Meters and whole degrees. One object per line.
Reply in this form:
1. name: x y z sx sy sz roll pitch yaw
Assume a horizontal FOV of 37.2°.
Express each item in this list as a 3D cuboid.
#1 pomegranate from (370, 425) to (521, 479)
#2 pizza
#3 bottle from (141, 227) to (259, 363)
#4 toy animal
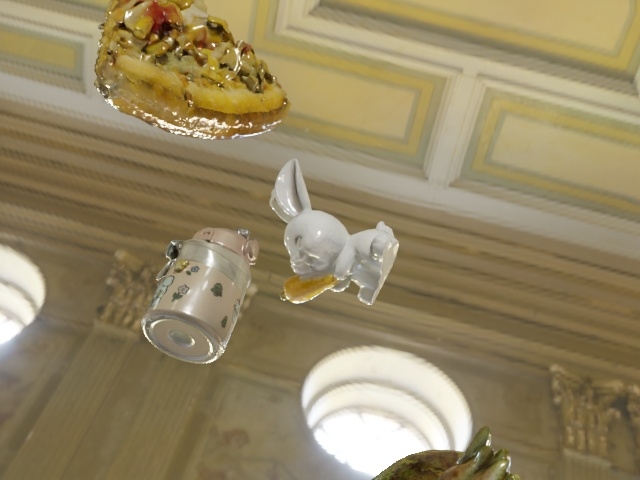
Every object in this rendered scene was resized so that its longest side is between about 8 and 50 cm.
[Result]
1. pomegranate: 0.143 0.304 0.930 0.204 0.222 0.276 41 -48 -17
2. pizza: -0.134 -0.223 1.072 0.074 0.288 0.251 -28 -41 34
3. bottle: -0.124 0.046 1.011 0.098 0.152 0.099 12 -38 9
4. toy animal: 0.000 0.000 1.150 0.181 0.127 0.131 23 -45 12
